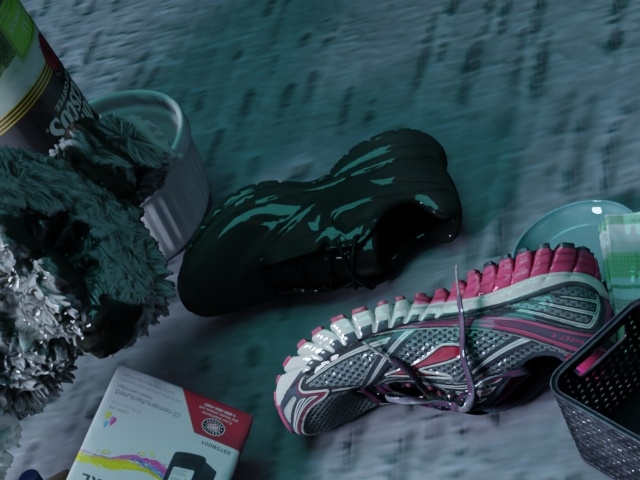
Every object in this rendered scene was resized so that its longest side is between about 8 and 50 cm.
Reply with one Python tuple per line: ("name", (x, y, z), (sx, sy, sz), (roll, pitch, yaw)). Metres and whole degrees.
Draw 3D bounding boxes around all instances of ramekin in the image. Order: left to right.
("ramekin", (-0.213, -0.050, 1.945), (0.207, 0.109, 0.207), (-18, 36, 14))

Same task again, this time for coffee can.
("coffee can", (-0.357, -0.153, 1.833), (0.202, 0.275, 0.201), (-19, 38, 16))

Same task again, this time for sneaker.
("sneaker", (0.000, 0.000, 1.759), (0.286, 0.109, 0.130), (-28, 42, 2))
("sneaker", (0.098, 0.101, 1.566), (0.299, 0.121, 0.112), (-23, 66, 19))

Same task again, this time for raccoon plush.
("raccoon plush", (-0.264, 0.082, 1.678), (0.299, 0.216, 0.446), (-52, -10, 22))

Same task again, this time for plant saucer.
("plant saucer", (0.228, 0.011, 1.665), (0.119, 0.021, 0.119), (-18, 37, 14))

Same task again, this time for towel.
("towel", (0.293, 0.030, 1.575), (0.113, 0.023, 0.152), (-11, 47, 14))

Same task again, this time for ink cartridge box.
("ink cartridge box", (-0.144, 0.207, 1.567), (0.127, 0.072, 0.175), (21, 47, -1))

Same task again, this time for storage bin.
("storage bin", (0.279, 0.132, 1.432), (0.122, 0.084, 0.180), (-40, 37, -17))

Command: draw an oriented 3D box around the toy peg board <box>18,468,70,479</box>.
("toy peg board", (-0.282, 0.266, 1.626), (0.161, 0.079, 0.160), (-29, 36, -3))
